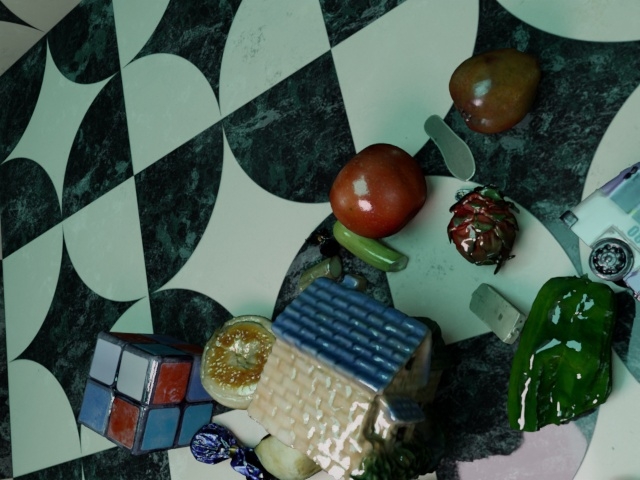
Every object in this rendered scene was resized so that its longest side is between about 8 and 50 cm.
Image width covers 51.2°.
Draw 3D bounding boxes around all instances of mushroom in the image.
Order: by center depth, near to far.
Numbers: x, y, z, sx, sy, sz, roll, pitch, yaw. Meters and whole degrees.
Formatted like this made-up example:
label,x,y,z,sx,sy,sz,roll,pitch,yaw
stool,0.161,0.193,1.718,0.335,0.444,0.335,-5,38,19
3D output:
label,x,y,z,sx,sy,sz,roll,pitch,yaw
mushroom,-0.061,0.584,1.859,0.267,0.190,0.164,-36,76,25

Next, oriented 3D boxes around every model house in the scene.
label,x,y,z,sx,sy,sz,roll,pitch,yaw
model house,0.139,0.308,1.590,0.395,0.446,0.399,20,94,39

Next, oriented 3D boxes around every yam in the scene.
label,x,y,z,sx,sy,sz,roll,pitch,yaw
yam,-0.001,0.101,1.977,0.147,0.070,0.069,-32,64,30

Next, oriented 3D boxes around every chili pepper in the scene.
label,x,y,z,sx,sy,sz,roll,pitch,yaw
chili pepper,0.532,0.255,1.475,0.213,0.168,0.384,16,93,40

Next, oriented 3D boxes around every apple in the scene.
label,x,y,z,sx,sy,sz,roll,pitch,yaw
apple,0.153,-0.123,1.782,0.216,0.260,0.260,45,111,9

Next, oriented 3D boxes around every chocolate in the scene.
label,x,y,z,sx,sy,sz,roll,pitch,yaw
chocolate,0.003,-0.001,1.976,0.072,0.070,0.147,-25,31,-14
chocolate,-0.247,0.653,2.017,0.344,0.148,0.126,4,54,45

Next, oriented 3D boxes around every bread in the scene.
label,x,y,z,sx,sy,sz,roll,pitch,yaw
bread,-0.213,0.368,2.009,0.306,0.159,0.305,-11,62,22

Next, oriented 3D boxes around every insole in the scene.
label,x,y,z,sx,sy,sz,roll,pitch,yaw
insole,0.351,-0.256,1.810,0.080,0.003,0.232,-42,59,24

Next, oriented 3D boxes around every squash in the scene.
label,x,y,z,sx,sy,sz,roll,pitch,yaw
squash,0.130,0.013,1.882,0.250,0.083,0.083,36,104,34

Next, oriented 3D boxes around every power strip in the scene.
label,x,y,z,sx,sy,sz,roll,pitch,yaw
power strip,0.424,0.174,1.594,0.079,0.029,0.227,-65,21,13

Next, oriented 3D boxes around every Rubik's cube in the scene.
label,x,y,z,sx,sy,sz,roll,pitch,yaw
Rubik's cube,-0.544,0.483,2.164,0.314,0.318,0.315,12,90,37

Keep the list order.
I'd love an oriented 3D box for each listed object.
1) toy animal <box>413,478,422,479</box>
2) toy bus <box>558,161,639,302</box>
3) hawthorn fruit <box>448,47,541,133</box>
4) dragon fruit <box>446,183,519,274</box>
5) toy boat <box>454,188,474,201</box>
label,x,y,z,sx,sy,sz,roll,pitch,yaw
toy animal,0.121,0.714,1.725,0.188,0.266,0.307,44,152,49
toy bus,0.722,0.047,1.339,0.249,0.209,0.439,-48,58,19
hawthorn fruit,0.447,-0.385,1.655,0.248,0.208,0.208,-39,57,-3
dragon fruit,0.398,-0.031,1.632,0.182,0.182,0.188,-10,58,36
toy boat,0.388,-0.118,1.737,0.083,0.038,0.038,-1,81,38
